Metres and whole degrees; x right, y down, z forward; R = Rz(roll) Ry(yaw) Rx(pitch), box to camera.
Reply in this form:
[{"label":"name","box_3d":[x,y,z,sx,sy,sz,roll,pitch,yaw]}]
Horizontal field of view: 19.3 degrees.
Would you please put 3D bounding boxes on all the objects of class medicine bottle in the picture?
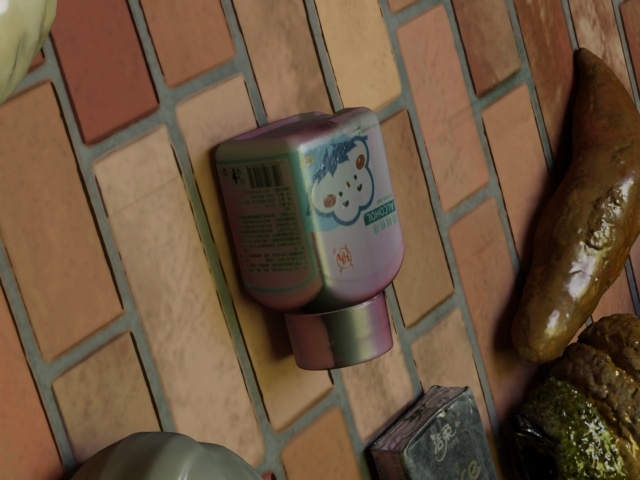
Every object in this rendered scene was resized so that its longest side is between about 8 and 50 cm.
[{"label":"medicine bottle","box_3d":[0.000,0.000,1.462,0.119,0.094,0.188,-25,107,-48]}]

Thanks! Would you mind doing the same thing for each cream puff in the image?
[{"label":"cream puff","box_3d":[0.247,0.174,1.737,0.169,0.183,0.183,-22,107,-22]}]

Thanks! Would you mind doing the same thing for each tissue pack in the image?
[{"label":"tissue pack","box_3d":[0.104,0.217,1.617,0.112,0.051,0.156,-39,118,-45]}]

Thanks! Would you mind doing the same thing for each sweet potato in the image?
[{"label":"sweet potato","box_3d":[0.264,-0.028,1.803,0.106,0.095,0.355,20,61,-6]}]

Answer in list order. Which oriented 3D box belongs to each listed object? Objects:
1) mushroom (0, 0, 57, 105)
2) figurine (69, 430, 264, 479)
[{"label":"mushroom","box_3d":[-0.242,-0.212,1.050,0.356,0.315,0.315,-25,110,-14]},{"label":"figurine","box_3d":[-0.094,0.249,1.277,0.176,0.133,0.236,24,54,-52]}]
